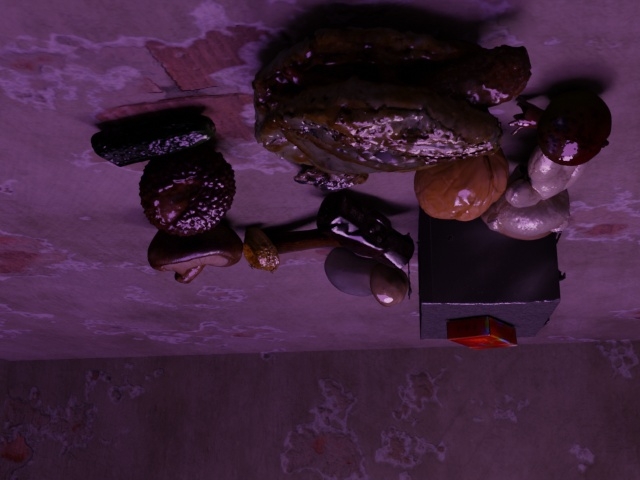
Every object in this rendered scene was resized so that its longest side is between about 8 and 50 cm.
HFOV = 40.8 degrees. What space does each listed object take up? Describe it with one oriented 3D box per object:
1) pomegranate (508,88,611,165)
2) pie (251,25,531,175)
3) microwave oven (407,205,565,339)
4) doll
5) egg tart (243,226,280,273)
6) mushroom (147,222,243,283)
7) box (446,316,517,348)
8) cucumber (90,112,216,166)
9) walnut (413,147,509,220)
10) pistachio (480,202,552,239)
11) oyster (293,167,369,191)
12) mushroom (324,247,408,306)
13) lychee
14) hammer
[{"bbox_3d":[0.392,-0.187,1.399,0.159,0.129,0.129,10,162,-3],"label":"pomegranate"},{"bbox_3d":[0.087,-0.183,1.332,0.395,0.180,0.418,3,170,-10],"label":"pie"},{"bbox_3d":[0.401,0.087,2.101,0.374,0.236,0.432,-2,163,6],"label":"microwave oven"},{"bbox_3d":[0.416,-0.124,1.609,0.175,0.149,0.278,2,148,-7],"label":"doll"},{"bbox_3d":[-0.152,0.030,2.116,0.052,0.130,0.130,-34,-179,-29],"label":"egg tart"},{"bbox_3d":[-0.298,0.008,2.063,0.231,0.138,0.194,-1,153,-34],"label":"mushroom"},{"bbox_3d":[0.388,0.225,2.062,0.112,0.048,0.175,-12,160,33],"label":"box"},{"bbox_3d":[-0.294,-0.182,1.518,0.241,0.074,0.074,-9,161,25],"label":"cucumber"},{"bbox_3d":[0.255,-0.115,1.585,0.159,0.159,0.207,5,161,-15],"label":"walnut"},{"bbox_3d":[0.419,-0.065,1.802,0.185,0.126,0.108,9,-167,-12],"label":"pistachio"},{"bbox_3d":[0.024,-0.123,1.735,0.148,0.051,0.103,-12,169,4],"label":"oyster"},{"bbox_3d":[0.124,0.088,2.160,0.159,0.122,0.328,0,-174,-22],"label":"mushroom"},{"bbox_3d":[-0.254,-0.096,1.637,0.188,0.188,0.188,0,163,0],"label":"lychee"},{"bbox_3d":[0.000,0.000,2.032,0.242,0.095,0.409,30,154,-36],"label":"hammer"}]
